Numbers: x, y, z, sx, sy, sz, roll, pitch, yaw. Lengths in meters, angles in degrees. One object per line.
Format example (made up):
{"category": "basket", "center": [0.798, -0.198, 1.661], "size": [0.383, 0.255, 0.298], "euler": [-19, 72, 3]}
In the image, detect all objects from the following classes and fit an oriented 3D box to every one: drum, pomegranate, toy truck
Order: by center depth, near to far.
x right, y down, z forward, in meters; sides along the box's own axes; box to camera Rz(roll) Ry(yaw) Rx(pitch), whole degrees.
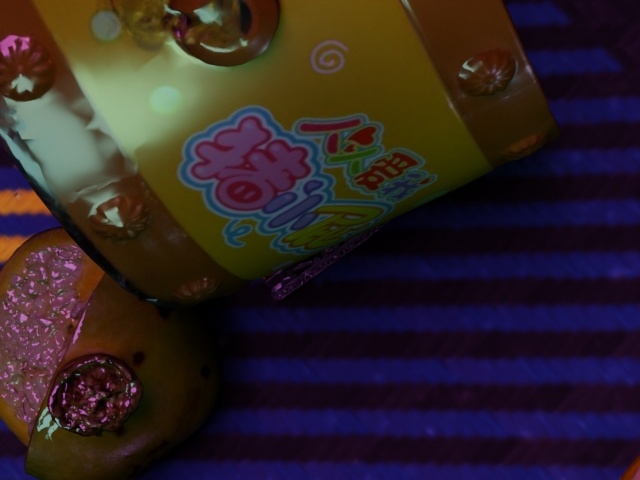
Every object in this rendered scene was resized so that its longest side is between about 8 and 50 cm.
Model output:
{"category": "drum", "center": [-0.057, -0.194, 0.900], "size": [0.214, 0.431, 0.431], "euler": [-23, 72, 10]}
{"category": "pomegranate", "center": [-0.111, 0.070, 0.999], "size": [0.169, 0.122, 0.143], "euler": [22, 88, 59]}
{"category": "toy truck", "center": [0.000, 0.000, 1.040], "size": [0.083, 0.024, 0.032], "euler": [-38, 92, 7]}

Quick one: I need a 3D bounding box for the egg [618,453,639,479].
{"category": "egg", "center": [0.249, 0.191, 0.761], "size": [0.283, 0.345, 0.283], "euler": [-1, 109, -2]}
